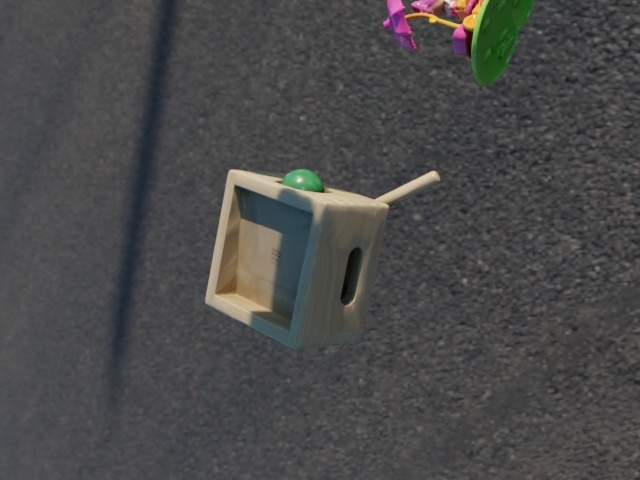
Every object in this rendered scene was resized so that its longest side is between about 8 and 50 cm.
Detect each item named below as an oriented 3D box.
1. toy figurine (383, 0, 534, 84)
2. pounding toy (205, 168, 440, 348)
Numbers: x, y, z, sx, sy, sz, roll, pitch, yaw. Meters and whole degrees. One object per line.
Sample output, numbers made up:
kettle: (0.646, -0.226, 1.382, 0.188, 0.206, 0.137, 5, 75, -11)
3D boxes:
toy figurine: (0.163, -0.289, 1.274, 0.159, 0.173, 0.130, 19, 144, 29)
pounding toy: (0.000, 0.000, 0.777, 0.130, 0.100, 0.141, 21, 104, 42)
